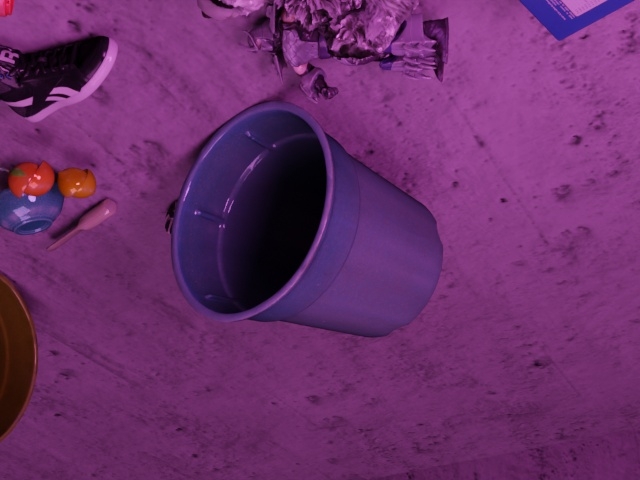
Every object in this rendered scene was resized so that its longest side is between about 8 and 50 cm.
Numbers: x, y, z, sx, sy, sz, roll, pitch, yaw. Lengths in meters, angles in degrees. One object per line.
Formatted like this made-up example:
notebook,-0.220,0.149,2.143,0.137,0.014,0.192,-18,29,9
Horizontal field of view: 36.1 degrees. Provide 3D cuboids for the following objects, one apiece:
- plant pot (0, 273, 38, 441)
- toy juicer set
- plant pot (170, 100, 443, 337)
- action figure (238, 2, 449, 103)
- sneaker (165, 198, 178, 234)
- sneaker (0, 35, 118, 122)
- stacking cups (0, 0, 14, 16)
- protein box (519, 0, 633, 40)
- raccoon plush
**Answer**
plant pot,-0.811,0.234,1.910,0.353,0.366,0.366,-6,148,29
toy juicer set,-0.460,-0.075,1.649,0.209,0.089,0.329,-23,164,11
plant pot,0.000,0.000,1.564,0.341,0.341,0.334,-27,146,35
action figure,0.029,-0.267,1.338,0.285,0.099,0.185,2,156,3
sneaker,-0.195,-0.044,1.707,0.170,0.068,0.071,-17,149,23
sneaker,-0.394,-0.243,1.382,0.217,0.079,0.121,-25,141,34
stacking cups,-0.547,-0.343,1.231,0.316,0.096,0.096,4,147,-14
protein box,0.304,-0.375,1.134,0.201,0.136,0.200,-26,139,34
raccoon plush,0.007,-0.416,1.103,0.299,0.216,0.446,28,110,-16
